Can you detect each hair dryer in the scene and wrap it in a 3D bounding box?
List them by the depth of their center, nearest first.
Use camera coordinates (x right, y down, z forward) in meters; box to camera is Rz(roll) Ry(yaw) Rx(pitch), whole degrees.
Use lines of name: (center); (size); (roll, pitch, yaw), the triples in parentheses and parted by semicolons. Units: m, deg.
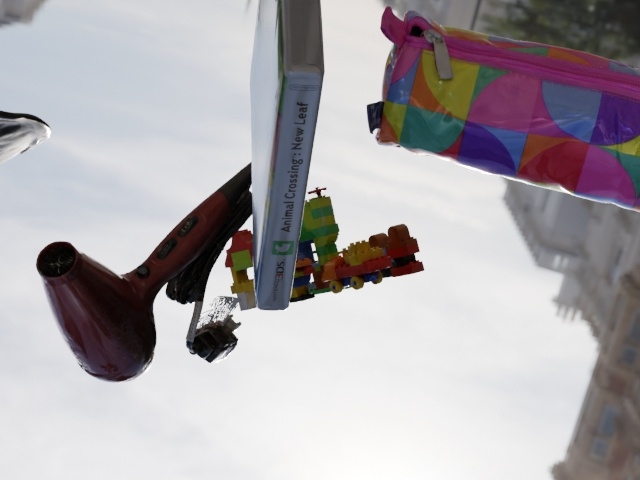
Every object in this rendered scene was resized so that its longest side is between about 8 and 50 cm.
hair dryer: (-0.155, 0.024, 1.213); (0.080, 0.224, 0.293); (24, -163, 27)

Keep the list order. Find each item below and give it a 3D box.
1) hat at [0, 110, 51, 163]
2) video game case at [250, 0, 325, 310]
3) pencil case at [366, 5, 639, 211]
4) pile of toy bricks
hat: (-0.388, -0.092, 1.040); (0.331, 0.134, 0.331); (-18, 178, -1)
video game case: (-0.024, -0.099, 0.796); (0.023, 0.193, 0.212); (2, -131, -7)
pencil case: (0.148, -0.086, 0.900); (0.236, 0.104, 0.104); (14, -163, 4)
pile of toy bricks: (0.000, 0.000, 1.331); (0.118, 0.105, 0.212); (-15, -179, -41)
